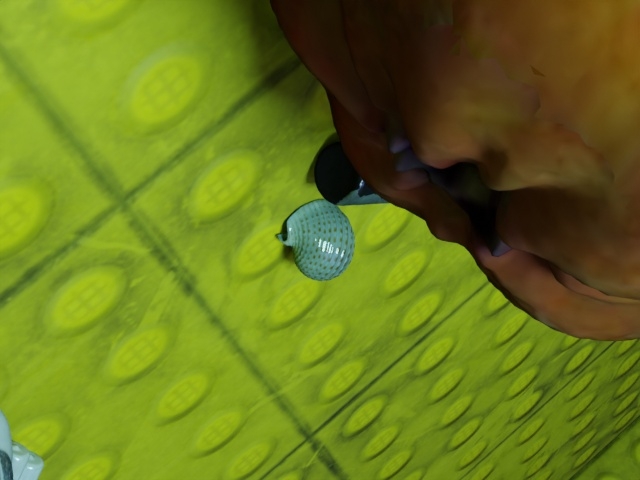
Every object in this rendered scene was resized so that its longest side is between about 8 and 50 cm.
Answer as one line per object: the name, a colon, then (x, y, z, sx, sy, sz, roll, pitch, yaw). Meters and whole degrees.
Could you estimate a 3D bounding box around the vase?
vase: (0.082, -0.065, 1.121, 0.211, 0.060, 0.060, -5, 133, -49)

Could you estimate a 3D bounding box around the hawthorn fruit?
hawthorn fruit: (0.215, -0.170, 0.772, 0.471, 0.472, 0.472, -32, 150, -21)

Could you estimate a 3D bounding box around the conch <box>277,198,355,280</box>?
conch: (0.004, 0.002, 1.120, 0.076, 0.056, 0.085, -61, 151, 5)

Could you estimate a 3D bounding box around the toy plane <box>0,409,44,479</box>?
toy plane: (-0.312, 0.238, 0.933, 0.244, 0.117, 0.245, -40, 147, -34)
